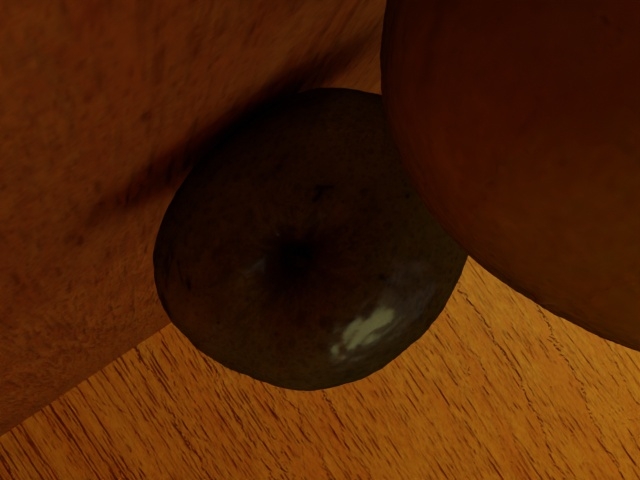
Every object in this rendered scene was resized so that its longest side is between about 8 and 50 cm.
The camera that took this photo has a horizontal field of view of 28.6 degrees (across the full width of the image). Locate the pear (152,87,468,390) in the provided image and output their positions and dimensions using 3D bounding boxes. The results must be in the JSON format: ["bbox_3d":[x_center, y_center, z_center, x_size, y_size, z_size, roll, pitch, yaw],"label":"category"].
[{"bbox_3d":[0.000,0.000,0.855,0.228,0.188,0.211,-35,-169,13],"label":"pear"}]

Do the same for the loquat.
[{"bbox_3d":[0.159,-0.077,0.547,0.275,0.275,0.275,-34,178,-1],"label":"loquat"}]
